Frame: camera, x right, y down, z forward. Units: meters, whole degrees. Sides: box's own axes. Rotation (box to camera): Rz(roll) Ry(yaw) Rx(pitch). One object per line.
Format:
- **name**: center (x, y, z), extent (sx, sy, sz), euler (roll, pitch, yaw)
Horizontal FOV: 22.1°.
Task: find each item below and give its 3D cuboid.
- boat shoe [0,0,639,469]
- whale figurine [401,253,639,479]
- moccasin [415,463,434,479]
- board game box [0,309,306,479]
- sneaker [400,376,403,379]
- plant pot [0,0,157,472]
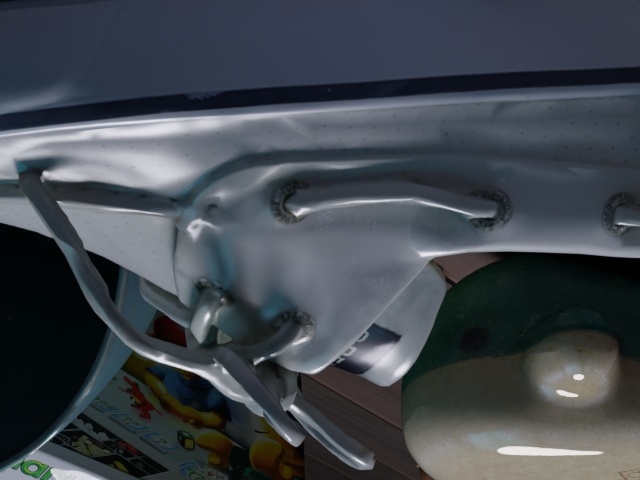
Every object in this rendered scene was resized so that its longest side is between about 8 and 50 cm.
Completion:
- **boat shoe**: center (-0.001, -0.001, 0.506), extent (0.367, 0.156, 0.136), euler (-4, -174, -15)
- **whale figurine**: center (0.179, 0.070, 0.939), extent (0.272, 0.141, 0.216), euler (-12, 150, 26)
- **moccasin**: center (0.189, 0.231, 1.440), extent (0.139, 0.147, 0.380), euler (17, 165, 28)
- **board game box**: center (-0.143, 0.085, 1.020), extent (0.305, 0.193, 0.053), euler (28, 126, -27)
- **sneaker**: center (0.013, 0.028, 1.096), extent (0.130, 0.087, 0.227), euler (16, 168, 23)
- **plant pot**: center (-0.179, -0.042, 0.837), extent (0.290, 0.290, 0.195), euler (20, -160, 18)
